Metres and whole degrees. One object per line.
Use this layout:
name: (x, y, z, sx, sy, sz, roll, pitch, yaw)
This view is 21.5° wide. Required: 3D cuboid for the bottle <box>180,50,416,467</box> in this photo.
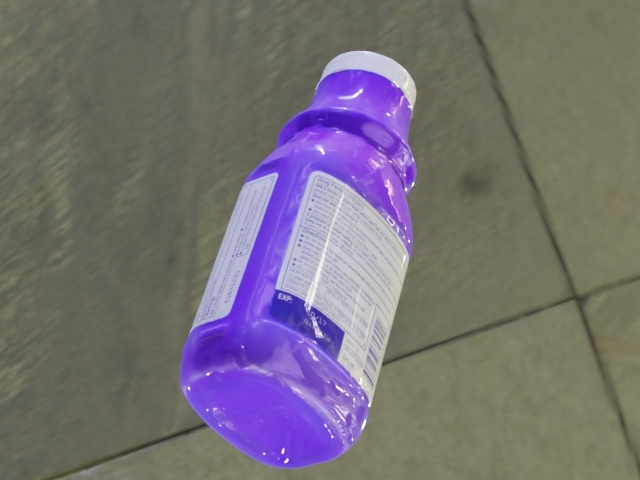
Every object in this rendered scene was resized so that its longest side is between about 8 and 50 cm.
bottle: (0.000, 0.000, 1.055, 0.118, 0.092, 0.283, 45, 44, -31)
